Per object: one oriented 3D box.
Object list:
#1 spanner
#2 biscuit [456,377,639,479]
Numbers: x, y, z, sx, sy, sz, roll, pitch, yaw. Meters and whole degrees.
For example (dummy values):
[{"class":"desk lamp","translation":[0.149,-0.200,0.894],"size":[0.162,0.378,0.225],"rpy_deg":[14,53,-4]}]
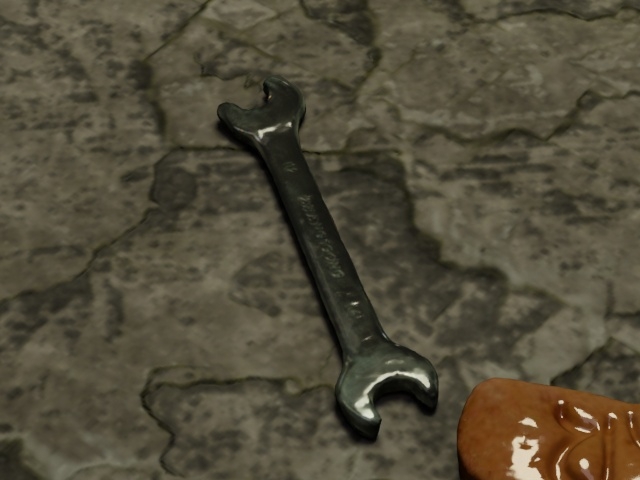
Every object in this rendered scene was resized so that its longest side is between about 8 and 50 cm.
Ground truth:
[{"class":"spanner","translation":[0.000,0.000,0.954],"size":[0.054,0.015,0.254],"rpy_deg":[-15,50,-11]},{"class":"biscuit","translation":[0.210,0.139,0.811],"size":[0.306,0.043,0.284],"rpy_deg":[-22,52,-19]}]
